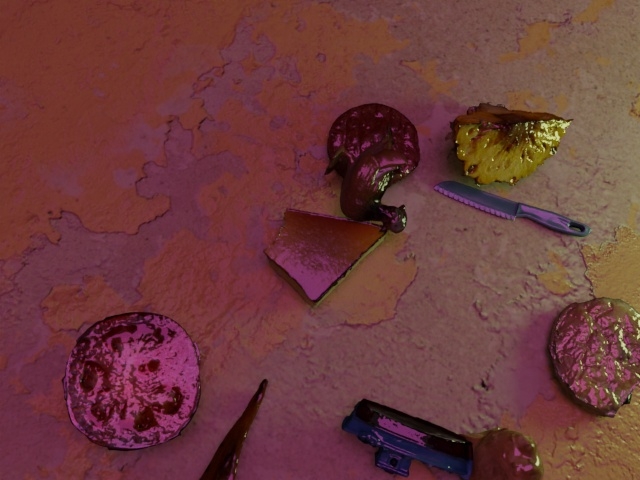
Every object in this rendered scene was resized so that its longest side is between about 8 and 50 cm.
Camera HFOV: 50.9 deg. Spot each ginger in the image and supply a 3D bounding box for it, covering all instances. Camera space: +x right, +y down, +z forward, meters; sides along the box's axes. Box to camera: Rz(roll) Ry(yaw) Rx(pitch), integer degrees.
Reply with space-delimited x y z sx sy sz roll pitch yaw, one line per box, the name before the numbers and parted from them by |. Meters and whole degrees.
ginger | 0.308 0.398 1.076 0.115 0.122 0.193 -8 78 -22

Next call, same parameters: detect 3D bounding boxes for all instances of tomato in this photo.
tomato | -0.296 0.228 1.084 0.224 0.085 0.225 2 74 -7

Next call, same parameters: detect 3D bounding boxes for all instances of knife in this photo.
knife | 0.369 -0.059 1.294 0.312 0.019 0.045 19 72 3

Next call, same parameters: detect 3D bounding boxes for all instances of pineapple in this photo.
pineapple | 0.328 -0.189 1.302 0.249 0.140 0.164 -11 30 -25

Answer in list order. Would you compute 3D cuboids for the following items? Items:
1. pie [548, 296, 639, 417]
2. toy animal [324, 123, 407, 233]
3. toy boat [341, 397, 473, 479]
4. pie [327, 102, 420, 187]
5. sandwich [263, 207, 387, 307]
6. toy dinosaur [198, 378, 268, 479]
pie | 0.500 0.193 1.198 0.185 0.052 0.218 44 74 8
toy animal | 0.106 -0.114 1.206 0.179 0.089 0.188 35 81 3
toy boat | 0.140 0.336 1.088 0.223 0.100 0.097 20 97 2
pie | 0.102 -0.183 1.290 0.182 0.050 0.183 1 70 -4
sandwich | 0.000 0.000 1.210 0.162 0.058 0.193 44 71 10
toy dinosaur | -0.168 0.426 1.010 0.432 0.097 0.208 -41 46 -21
